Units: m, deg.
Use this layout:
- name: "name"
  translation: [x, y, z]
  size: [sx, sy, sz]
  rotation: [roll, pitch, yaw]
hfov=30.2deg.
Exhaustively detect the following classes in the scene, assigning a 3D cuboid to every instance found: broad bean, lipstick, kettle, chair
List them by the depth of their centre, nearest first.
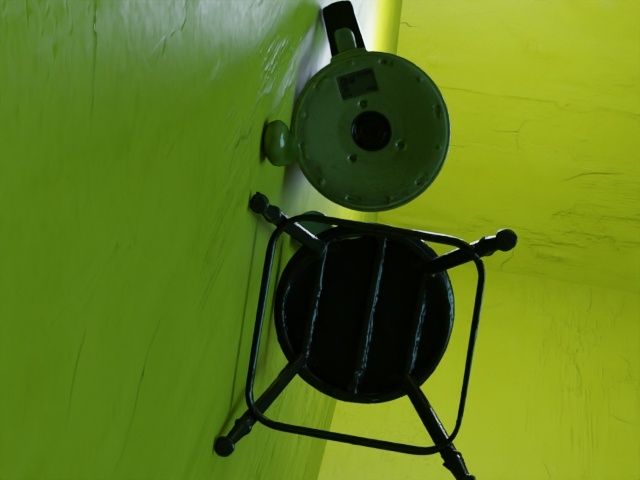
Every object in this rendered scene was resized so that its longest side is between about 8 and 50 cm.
- name: "broad bean"
  translation: [-0.057, -0.133, 1.640]
  size: [0.083, 0.045, 0.063]
  rotation: [46, 51, -73]
- name: "chair"
  translation: [0.068, 0.132, 1.788]
  size: [0.410, 0.361, 0.365]
  rotation: [-40, 138, -86]
- name: "kettle"
  translation: [0.073, -0.232, 2.029]
  size: [0.376, 0.250, 0.361]
  rotation: [-40, 110, -84]
- name: "lipstick"
  translation: [0.000, 0.000, 2.207]
  size: [0.304, 0.076, 0.076]
  rotation: [61, 39, -81]
